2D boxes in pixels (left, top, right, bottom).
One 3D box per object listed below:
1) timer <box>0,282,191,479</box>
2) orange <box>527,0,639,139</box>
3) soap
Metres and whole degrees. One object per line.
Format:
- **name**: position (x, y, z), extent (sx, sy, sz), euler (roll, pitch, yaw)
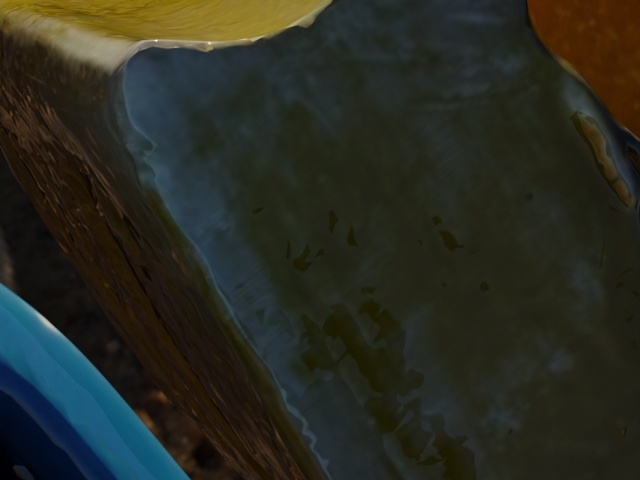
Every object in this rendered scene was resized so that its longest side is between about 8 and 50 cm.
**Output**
- **timer**: position (-0.083, 0.164, 0.274), extent (0.309, 0.115, 0.340), euler (53, 26, -13)
- **orange**: position (0.210, -0.078, 0.769), extent (0.357, 0.322, 0.322), euler (50, 21, -32)
- **soap**: position (0.000, 0.000, 0.666), extent (0.293, 0.156, 0.335), euler (62, -13, -22)
